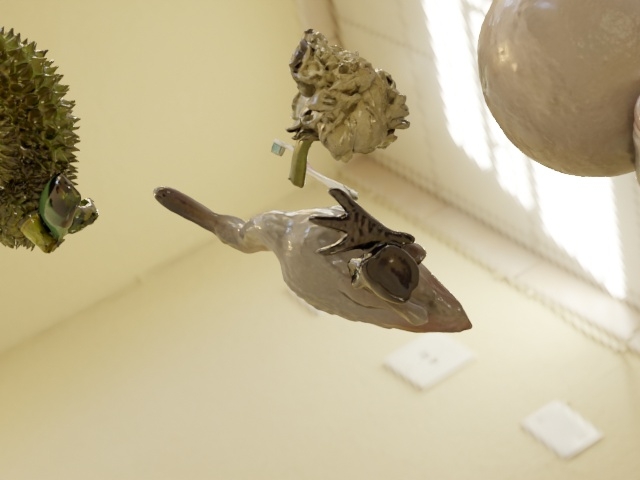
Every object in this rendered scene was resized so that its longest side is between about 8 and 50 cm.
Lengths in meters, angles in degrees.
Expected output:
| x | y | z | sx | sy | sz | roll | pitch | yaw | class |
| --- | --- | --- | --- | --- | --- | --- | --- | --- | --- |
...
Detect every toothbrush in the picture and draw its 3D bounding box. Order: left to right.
| x | y | z | sx | sy | sz | roll | pitch | yaw | class |
| --- | --- | --- | --- | --- | --- | --- | --- | --- | --- |
| -0.009 | -0.083 | 1.731 | 0.204 | 0.017 | 0.022 | 35 | 107 | 55 | toothbrush |

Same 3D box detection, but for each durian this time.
| x | y | z | sx | sy | sz | roll | pitch | yaw | class |
| --- | --- | --- | --- | --- | --- | --- | --- | --- | --- |
| -0.253 | -0.073 | 1.068 | 0.198 | 0.159 | 0.146 | 27 | 137 | -23 | durian |

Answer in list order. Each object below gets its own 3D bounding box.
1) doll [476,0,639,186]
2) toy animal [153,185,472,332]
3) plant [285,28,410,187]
| x | y | z | sx | sy | sz | roll | pitch | yaw | class |
| --- | --- | --- | --- | --- | --- | --- | --- | --- | --- |
| 0.213 | -0.047 | 0.848 | 0.287 | 0.151 | 0.151 | 49 | 156 | 20 | doll |
| 0.007 | 0.010 | 1.306 | 0.195 | 0.090 | 0.324 | 39 | 165 | -31 | toy animal |
| 0.000 | -0.092 | 1.117 | 0.122 | 0.116 | 0.104 | -50 | 57 | 20 | plant |
